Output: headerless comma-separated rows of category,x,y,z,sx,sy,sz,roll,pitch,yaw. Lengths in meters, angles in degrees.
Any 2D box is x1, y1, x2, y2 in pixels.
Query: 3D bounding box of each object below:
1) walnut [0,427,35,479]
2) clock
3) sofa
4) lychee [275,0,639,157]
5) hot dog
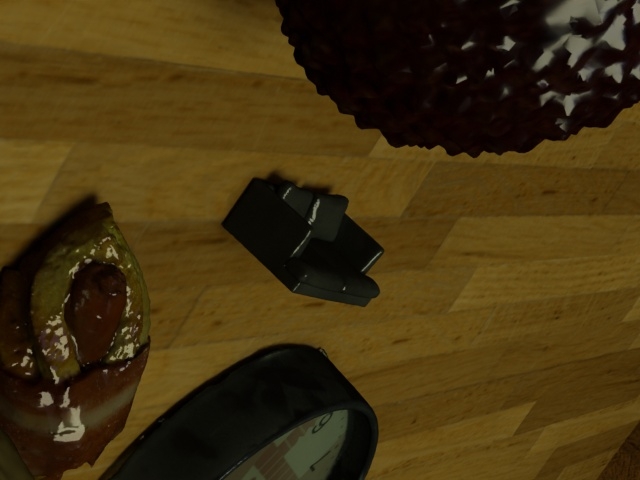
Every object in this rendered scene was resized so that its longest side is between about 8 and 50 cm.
walnut,-0.264,0.183,0.788,0.282,0.253,0.277,-27,138,-28
clock,-0.098,0.268,1.493,0.386,0.076,0.386,-39,154,-23
sofa,0.000,0.000,1.257,0.060,0.085,0.147,-51,156,11
lychee,0.113,-0.183,0.975,0.300,0.264,0.264,-35,160,14
hot dog,-0.174,0.103,1.092,0.123,0.093,0.262,-24,146,-45
